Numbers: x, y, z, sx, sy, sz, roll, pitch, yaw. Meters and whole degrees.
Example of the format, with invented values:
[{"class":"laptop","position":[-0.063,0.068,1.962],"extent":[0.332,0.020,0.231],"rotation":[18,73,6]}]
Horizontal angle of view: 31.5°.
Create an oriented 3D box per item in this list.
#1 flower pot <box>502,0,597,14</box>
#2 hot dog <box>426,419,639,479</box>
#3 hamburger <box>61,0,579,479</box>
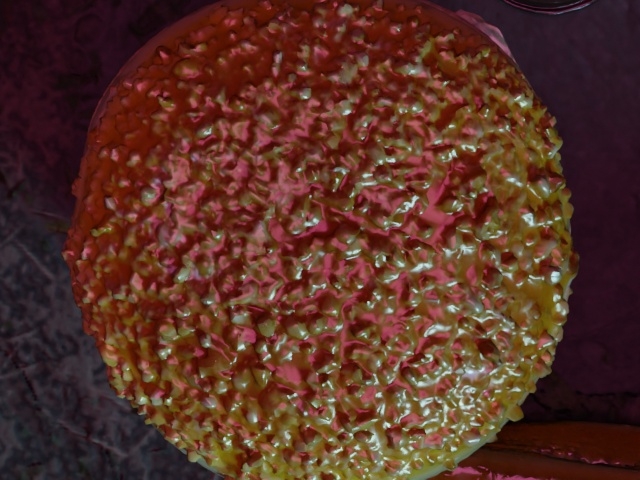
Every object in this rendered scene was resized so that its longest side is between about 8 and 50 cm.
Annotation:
[{"class":"flower pot","position":[0.143,-0.197,0.683],"extent":[0.111,0.089,0.111],"rotation":[0,92,4]},{"class":"hot dog","position":[0.201,0.158,0.702],"extent":[0.288,0.083,0.068],"rotation":[8,112,4]},{"class":"hamburger","position":[0.000,0.000,0.651],"extent":[0.301,0.170,0.302],"rotation":[0,85,5]}]
